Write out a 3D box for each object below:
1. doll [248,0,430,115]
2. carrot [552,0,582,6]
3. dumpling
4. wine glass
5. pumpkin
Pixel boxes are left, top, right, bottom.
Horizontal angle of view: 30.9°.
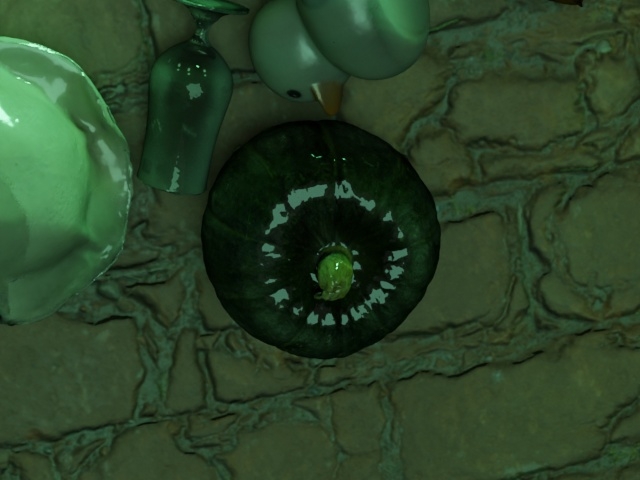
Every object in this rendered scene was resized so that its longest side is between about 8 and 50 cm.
[{"bbox_3d":[0.008,-0.273,1.361,0.221,0.221,0.251,-10,87,-7],"label":"doll"},{"bbox_3d":[0.318,-0.395,1.428,0.072,0.072,0.205,13,99,-15],"label":"carrot"},{"bbox_3d":[-0.361,-0.093,1.346,0.260,0.181,0.341,-32,87,-17],"label":"dumpling"},{"bbox_3d":[-0.158,-0.175,1.386,0.103,0.103,0.231,10,109,-14],"label":"wine glass"},{"bbox_3d":[0.000,0.000,1.416,0.300,0.207,0.300,-3,108,-9],"label":"pumpkin"}]
